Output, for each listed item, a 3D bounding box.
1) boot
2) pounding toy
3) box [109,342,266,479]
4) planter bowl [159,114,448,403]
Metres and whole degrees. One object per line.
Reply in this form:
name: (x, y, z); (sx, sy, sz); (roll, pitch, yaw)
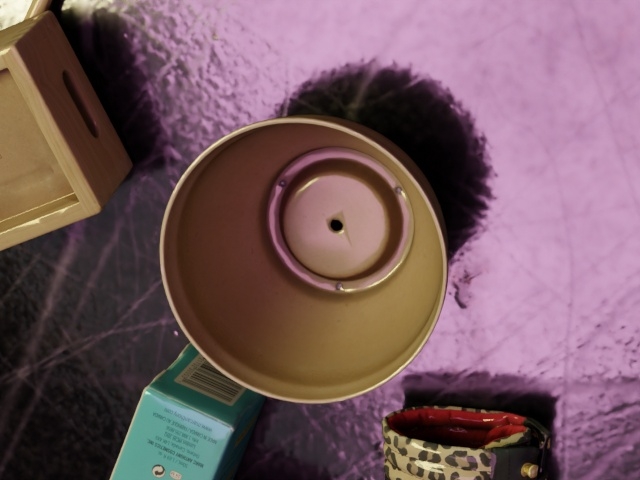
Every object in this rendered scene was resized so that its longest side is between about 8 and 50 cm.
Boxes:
boot: (0.135, 0.202, 0.938); (0.236, 0.085, 0.179); (8, 108, 18)
pounding toy: (-0.187, -0.082, 0.949); (0.130, 0.100, 0.141); (-20, 110, 18)
box: (-0.107, 0.191, 0.989); (0.060, 0.100, 0.244); (24, 109, 7)
planter bowl: (0.000, 0.000, 0.909); (0.162, 0.109, 0.162); (3, 105, 12)
